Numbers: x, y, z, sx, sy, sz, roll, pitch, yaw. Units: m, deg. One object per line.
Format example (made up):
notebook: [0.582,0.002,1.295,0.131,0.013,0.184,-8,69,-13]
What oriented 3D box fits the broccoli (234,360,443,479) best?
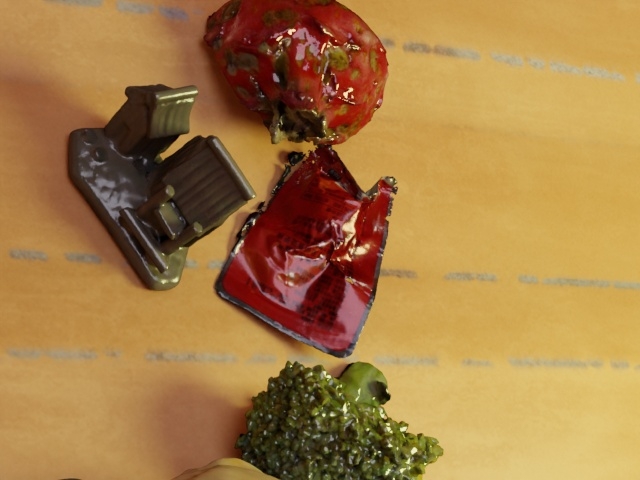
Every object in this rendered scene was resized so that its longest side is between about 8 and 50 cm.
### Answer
broccoli: [0.042,0.229,1.863,0.242,0.180,0.273,43,54,-7]

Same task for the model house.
model house: [-0.178,-0.079,1.879,0.229,0.188,0.122,58,38,2]

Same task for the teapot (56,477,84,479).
teapot: [-0.341,0.318,1.612,0.251,0.183,0.183,14,62,-12]

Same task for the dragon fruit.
dragon fruit: [-0.014,-0.212,2.029,0.262,0.134,0.211,25,45,-21]

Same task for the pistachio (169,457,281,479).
pistachio: [-0.080,0.351,1.707,0.318,0.193,0.213,40,37,-36]

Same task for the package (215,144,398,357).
package: [0.000,0.000,2.007,0.194,0.071,0.269,23,56,6]
